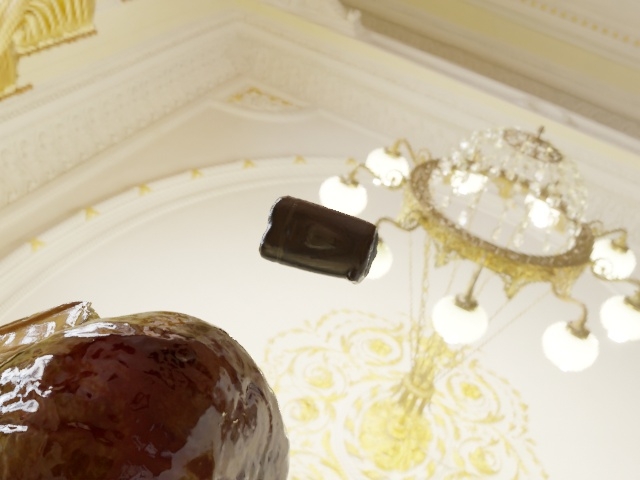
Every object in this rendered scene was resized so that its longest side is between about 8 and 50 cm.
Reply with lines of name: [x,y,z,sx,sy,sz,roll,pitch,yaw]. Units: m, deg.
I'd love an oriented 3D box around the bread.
bread: [-0.307,0.145,0.843,0.190,0.114,0.132,-25,-165,-2]

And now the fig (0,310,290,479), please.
fig: [-0.165,0.149,0.486,0.290,0.191,0.191,-17,-150,14]

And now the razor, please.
razor: [0.000,0.000,1.025,0.148,0.090,0.054,16,175,10]
